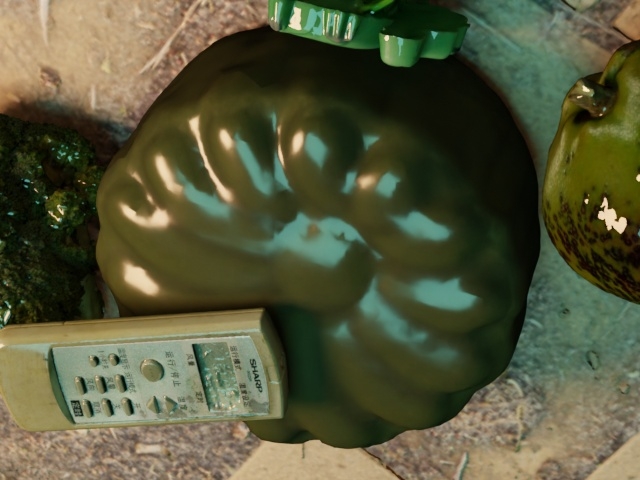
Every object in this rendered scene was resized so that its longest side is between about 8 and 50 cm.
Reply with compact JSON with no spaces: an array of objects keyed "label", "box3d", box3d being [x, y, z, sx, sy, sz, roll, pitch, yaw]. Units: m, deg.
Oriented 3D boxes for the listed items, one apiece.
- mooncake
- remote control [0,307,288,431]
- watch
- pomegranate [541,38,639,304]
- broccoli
[{"label":"mooncake","box3d":[0.000,0.000,1.591,0.356,0.194,0.356,10,129,13]},{"label":"remote control","box3d":[-0.143,0.104,1.551,0.233,0.038,0.098,-5,124,12]},{"label":"watch","box3d":[0.039,-0.224,1.476,0.165,0.131,0.152,13,110,16]},{"label":"pomegranate","box3d":[0.301,-0.053,1.468,0.222,0.276,0.204,-21,77,52]},{"label":"broccoli","box3d":[-0.304,0.046,1.712,0.321,0.304,0.283,-14,149,31]}]
